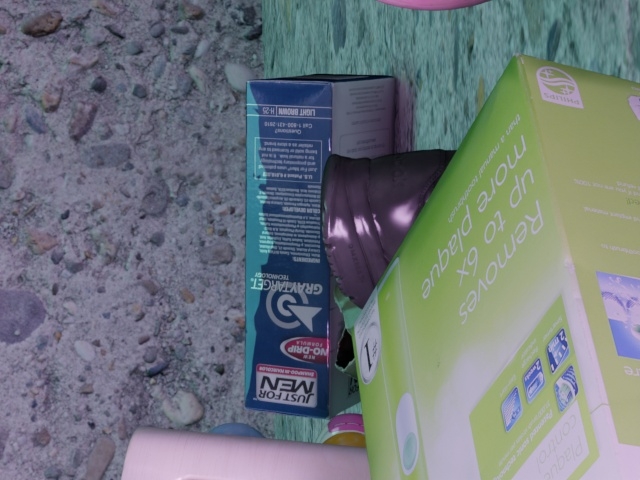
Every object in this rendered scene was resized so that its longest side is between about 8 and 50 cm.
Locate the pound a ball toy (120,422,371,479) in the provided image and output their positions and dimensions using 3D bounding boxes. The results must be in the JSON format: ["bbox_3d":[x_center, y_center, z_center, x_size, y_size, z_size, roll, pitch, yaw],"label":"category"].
[{"bbox_3d":[0.033,0.170,1.057,0.208,0.319,0.135,78,-162,-58],"label":"pound a ball toy"}]

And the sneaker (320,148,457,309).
[{"bbox_3d":[0.094,0.048,1.235,0.109,0.130,0.286,-87,-20,-44],"label":"sneaker"}]

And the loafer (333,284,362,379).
[{"bbox_3d":[0.058,0.059,1.628,0.094,0.087,0.251,-97,9,-45],"label":"loafer"}]

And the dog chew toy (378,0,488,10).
[{"bbox_3d":[0.073,-0.304,1.037,0.206,0.207,0.331,99,177,-56],"label":"dog chew toy"}]

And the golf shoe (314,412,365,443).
[{"bbox_3d":[0.034,0.300,1.635,0.140,0.115,0.306,-71,-14,-47],"label":"golf shoe"}]

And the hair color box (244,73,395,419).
[{"bbox_3d":[0.000,0.000,1.787,0.174,0.105,0.347,-15,-73,-64],"label":"hair color box"}]

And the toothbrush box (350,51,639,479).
[{"bbox_3d":[0.116,0.091,0.748,0.206,0.122,0.283,119,154,-42],"label":"toothbrush box"}]
